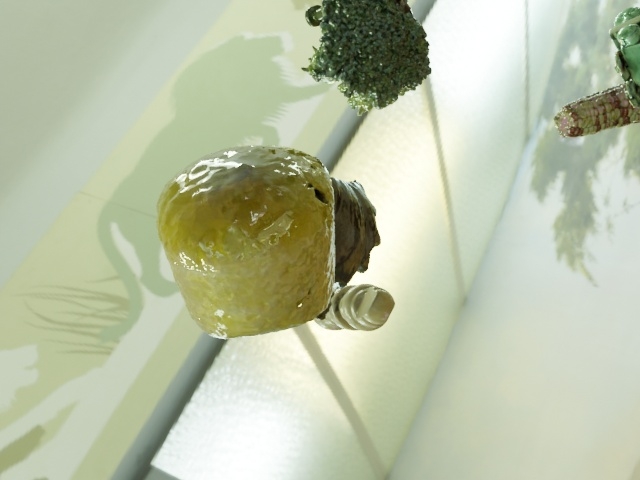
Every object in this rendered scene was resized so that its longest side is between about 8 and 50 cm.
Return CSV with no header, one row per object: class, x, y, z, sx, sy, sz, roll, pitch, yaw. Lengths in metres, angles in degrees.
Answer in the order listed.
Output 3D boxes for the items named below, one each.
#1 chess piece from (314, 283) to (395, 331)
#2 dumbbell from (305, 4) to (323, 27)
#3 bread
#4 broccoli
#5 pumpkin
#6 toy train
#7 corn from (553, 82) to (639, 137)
chess piece,0.069,0.140,1.651,0.397,0.117,0.117,157,135,-77
dumbbell,0.014,-0.482,1.633,0.052,0.118,0.046,-24,-76,-27
bread,-0.071,-0.003,0.814,0.197,0.197,0.170,-47,-41,-44
broccoli,0.072,-0.354,1.427,0.263,0.243,0.246,-12,-87,-30
pumpkin,0.000,0.000,1.060,0.254,0.130,0.149,-30,-11,-20
toy train,0.462,-0.240,1.079,0.194,0.081,0.125,45,-141,-33
corn,0.589,-0.268,1.525,0.281,0.092,0.092,-16,-49,-15
